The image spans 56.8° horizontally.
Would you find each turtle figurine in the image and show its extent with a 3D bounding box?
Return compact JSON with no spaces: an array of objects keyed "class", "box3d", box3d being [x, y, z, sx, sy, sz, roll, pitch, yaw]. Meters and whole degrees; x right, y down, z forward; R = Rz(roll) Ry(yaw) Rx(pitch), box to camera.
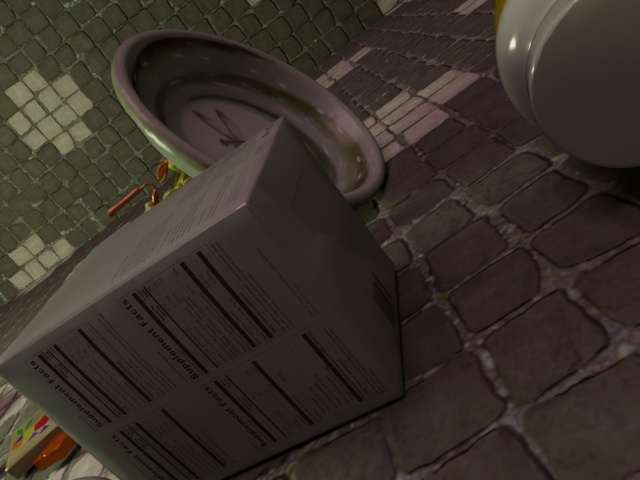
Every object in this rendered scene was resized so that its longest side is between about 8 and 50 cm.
[{"class":"turtle figurine","box3d":[-0.196,-0.062,0.964,0.269,0.217,0.087,-45,24,-28]}]

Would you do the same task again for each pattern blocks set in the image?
[{"class":"pattern blocks set","box3d":[-0.387,0.261,0.875,0.324,0.026,0.285,-40,20,-6]}]

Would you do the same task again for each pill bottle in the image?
[{"class":"pill bottle","box3d":[0.256,-0.202,0.539,0.187,0.188,0.334,-27,23,29]}]

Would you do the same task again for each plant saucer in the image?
[{"class":"plant saucer","box3d":[-0.102,-0.153,0.847,0.101,0.400,0.400,-58,6,34]}]

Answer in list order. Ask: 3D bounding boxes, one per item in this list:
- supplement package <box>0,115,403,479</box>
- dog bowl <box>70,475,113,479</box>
[{"class":"supplement package","box3d":[-0.090,0.063,0.537,0.262,0.198,0.199,-31,21,19]},{"class":"dog bowl","box3d":[-0.201,0.301,0.349,0.348,0.102,0.349,-32,21,14]}]
